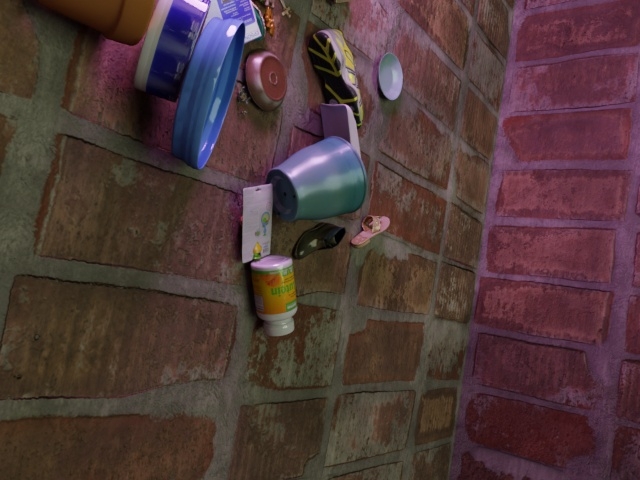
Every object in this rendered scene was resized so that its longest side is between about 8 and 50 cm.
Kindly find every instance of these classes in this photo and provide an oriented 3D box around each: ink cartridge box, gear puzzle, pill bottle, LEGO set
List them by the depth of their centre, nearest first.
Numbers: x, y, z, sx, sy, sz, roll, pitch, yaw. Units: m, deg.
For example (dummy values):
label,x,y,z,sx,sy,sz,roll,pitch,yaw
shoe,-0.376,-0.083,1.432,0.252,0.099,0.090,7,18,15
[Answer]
label,x,y,z,sx,sy,sz,roll,pitch,yaw
ink cartridge box,-0.287,-0.635,1.521,0.206,0.045,0.208,-32,127,-20
gear puzzle,-0.184,-0.798,1.667,0.175,0.044,0.338,-67,148,-70
LEGO set,-0.243,-0.432,1.687,0.054,0.024,0.083,4,104,-50
pill bottle,-0.147,0.180,1.782,0.136,0.137,0.245,-22,111,-49

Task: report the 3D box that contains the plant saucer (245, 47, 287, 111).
label,x,y,z,sx,sy,sz,roll,pitch,yaw
plant saucer,-0.162,-0.516,1.748,0.199,0.036,0.198,3,86,-57

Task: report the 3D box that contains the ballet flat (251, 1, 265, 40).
label,x,y,z,sx,sy,sz,roll,pitch,yaw
ballet flat,-0.236,-0.704,1.616,0.241,0.091,0.077,47,36,-48

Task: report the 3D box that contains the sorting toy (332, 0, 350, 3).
label,x,y,z,sx,sy,sz,roll,pitch,yaw
sorting toy,0.061,-0.937,1.994,0.275,0.046,0.132,-34,120,-46

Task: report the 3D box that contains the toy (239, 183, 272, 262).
label,x,y,z,sx,sy,sz,roll,pitch,yaw
toy,-0.215,-0.058,1.735,0.137,0.056,0.237,-19,114,-54

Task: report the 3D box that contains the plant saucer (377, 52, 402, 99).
label,x,y,z,sx,sy,sz,roll,pitch,yaw
plant saucer,0.286,-0.695,2.318,0.195,0.038,0.194,-10,103,-52

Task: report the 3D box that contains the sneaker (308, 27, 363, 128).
label,x,y,z,sx,sy,sz,roll,pitch,yaw
sneaker,0.090,-0.587,1.995,0.147,0.145,0.384,-47,130,-38

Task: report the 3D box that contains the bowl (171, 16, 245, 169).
label,x,y,z,sx,sy,sz,roll,pitch,yaw
bowl,-0.287,-0.378,1.400,0.077,0.391,0.390,18,76,-7

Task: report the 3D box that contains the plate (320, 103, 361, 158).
label,x,y,z,sx,sy,sz,roll,pitch,yaw
plate,0.078,-0.343,1.919,0.045,0.277,0.277,-14,108,-14

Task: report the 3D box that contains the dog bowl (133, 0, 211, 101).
label,x,y,z,sx,sy,sz,roll,pitch,yaw
dog bowl,-0.358,-0.476,1.323,0.104,0.265,0.264,19,77,-17

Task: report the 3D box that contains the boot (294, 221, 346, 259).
label,x,y,z,sx,sy,sz,roll,pitch,yaw
boot,0.000,0.000,1.975,0.219,0.106,0.082,-45,127,-40

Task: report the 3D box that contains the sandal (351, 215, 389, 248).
label,x,y,z,sx,sy,sz,roll,pitch,yaw
sandal,0.207,-0.063,2.250,0.240,0.088,0.079,-41,131,-36

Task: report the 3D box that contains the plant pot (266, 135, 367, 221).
label,x,y,z,sx,sy,sz,roll,pitch,yaw
plant pot,-0.029,-0.185,1.808,0.255,0.272,0.271,-22,112,-34

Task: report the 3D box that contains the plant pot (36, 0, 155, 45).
label,x,y,z,sx,sy,sz,roll,pitch,yaw
plant pot,-0.488,-0.587,1.167,0.204,0.291,0.290,1,93,-35

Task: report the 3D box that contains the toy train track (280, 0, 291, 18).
label,x,y,z,sx,sy,sz,roll,pitch,yaw
toy train track,-0.117,-0.779,1.809,0.048,0.014,0.083,-56,133,-32
